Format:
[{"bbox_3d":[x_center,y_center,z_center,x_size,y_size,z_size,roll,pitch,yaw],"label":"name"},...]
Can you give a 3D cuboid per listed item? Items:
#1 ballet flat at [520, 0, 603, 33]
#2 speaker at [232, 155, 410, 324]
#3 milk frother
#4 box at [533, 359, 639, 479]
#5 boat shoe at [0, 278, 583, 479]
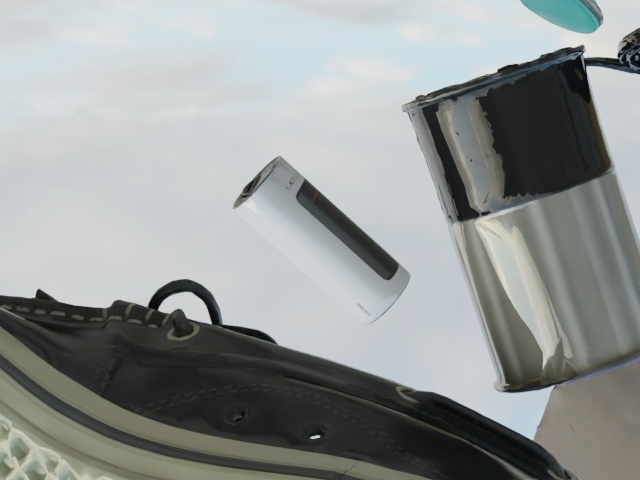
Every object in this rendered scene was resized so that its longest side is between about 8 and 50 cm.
[{"bbox_3d":[0.124,-0.165,0.955,0.114,0.041,0.041,22,-164,-10],"label":"ballet flat"},{"bbox_3d":[0.000,0.000,1.170,0.136,0.055,0.055,42,-165,-11],"label":"speaker"},{"bbox_3d":[0.130,-0.022,0.680,0.143,0.134,0.129,-15,-175,43],"label":"milk frother"},{"bbox_3d":[0.570,0.260,1.712,0.480,0.297,0.472,-4,-148,-36],"label":"box"},{"bbox_3d":[-0.087,0.118,0.727,0.500,0.186,0.156,12,-164,29],"label":"boat shoe"}]
